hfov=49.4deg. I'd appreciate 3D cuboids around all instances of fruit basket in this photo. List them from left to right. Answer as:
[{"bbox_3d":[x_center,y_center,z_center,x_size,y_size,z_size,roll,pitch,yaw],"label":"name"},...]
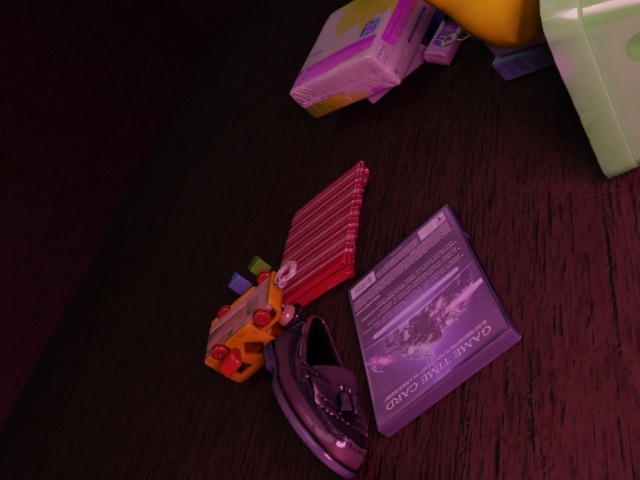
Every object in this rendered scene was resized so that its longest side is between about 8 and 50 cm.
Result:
[{"bbox_3d":[0.289,-0.283,0.779,0.392,0.283,0.392,-23,41,22],"label":"fruit basket"}]

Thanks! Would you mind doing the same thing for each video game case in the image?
[{"bbox_3d":[0.126,0.088,0.875,0.196,0.026,0.274,-43,28,19],"label":"video game case"}]

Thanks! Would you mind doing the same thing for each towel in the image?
[{"bbox_3d":[0.000,0.000,1.195,0.198,0.031,0.275,-36,28,35],"label":"towel"}]

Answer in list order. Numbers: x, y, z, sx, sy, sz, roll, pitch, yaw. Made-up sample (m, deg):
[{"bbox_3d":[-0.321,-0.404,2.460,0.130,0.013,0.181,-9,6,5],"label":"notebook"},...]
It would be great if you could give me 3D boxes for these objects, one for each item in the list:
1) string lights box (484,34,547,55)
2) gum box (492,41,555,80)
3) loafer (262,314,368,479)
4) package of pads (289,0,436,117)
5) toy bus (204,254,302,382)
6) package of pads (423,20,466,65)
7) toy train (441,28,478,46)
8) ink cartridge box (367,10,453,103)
[{"bbox_3d":[0.336,-0.400,1.006,0.260,0.076,0.133,-57,26,-16],"label":"string lights box"},{"bbox_3d":[0.356,-0.325,1.012,0.184,0.041,0.157,-7,50,55],"label":"gum box"},{"bbox_3d":[-0.001,0.177,0.882,0.095,0.109,0.302,-47,22,1],"label":"loafer"},{"bbox_3d":[0.081,-0.385,1.374,0.296,0.101,0.229,-7,53,56],"label":"package of pads"},{"bbox_3d":[-0.088,0.132,1.079,0.191,0.104,0.202,-60,25,-13],"label":"toy bus"},{"bbox_3d":[0.228,-0.358,1.263,0.050,0.032,0.083,20,71,30],"label":"package of pads"},{"bbox_3d":[0.271,-0.384,1.211,0.125,0.046,0.166,-13,41,36],"label":"toy train"},{"bbox_3d":[0.180,-0.412,1.415,0.224,0.045,0.223,-33,31,34],"label":"ink cartridge box"}]
